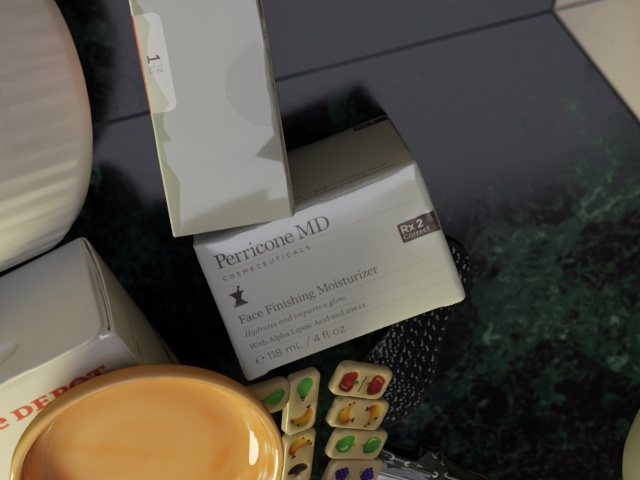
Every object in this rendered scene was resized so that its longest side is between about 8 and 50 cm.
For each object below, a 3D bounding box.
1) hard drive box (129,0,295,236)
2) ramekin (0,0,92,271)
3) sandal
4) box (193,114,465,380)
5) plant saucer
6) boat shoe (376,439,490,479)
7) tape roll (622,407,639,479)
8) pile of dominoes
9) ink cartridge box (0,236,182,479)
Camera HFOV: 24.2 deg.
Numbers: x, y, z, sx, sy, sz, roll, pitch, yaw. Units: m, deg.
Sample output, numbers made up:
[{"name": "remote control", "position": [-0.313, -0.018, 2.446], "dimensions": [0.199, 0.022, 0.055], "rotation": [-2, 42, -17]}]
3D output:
[{"name": "hard drive box", "position": [-0.081, -0.124, 1.113], "dimensions": [0.089, 0.232, 0.181], "rotation": [-10, 105, -2]}, {"name": "ramekin", "position": [-0.273, -0.095, 1.097], "dimensions": [0.127, 0.273, 0.272], "rotation": [-16, 109, -34]}, {"name": "sandal", "position": [0.075, 0.081, 1.288], "dimensions": [0.067, 0.040, 0.179], "rotation": [27, 87, -17]}, {"name": "box", "position": [0.000, 0.000, 1.180], "dimensions": [0.181, 0.182, 0.119], "rotation": [-21, 107, 1]}, {"name": "plant saucer", "position": [-0.127, 0.162, 1.093], "dimensions": [0.200, 0.037, 0.200], "rotation": [-7, 128, -9]}, {"name": "boat shoe", "position": [0.087, 0.199, 1.312], "dimensions": [0.142, 0.049, 0.040], "rotation": [13, 103, -6]}, {"name": "tape roll", "position": [0.384, 0.205, 1.327], "dimensions": [0.219, 0.072, 0.219], "rotation": [-1, 106, -5]}, {"name": "pile of dominoes", "position": [-0.019, 0.215, 1.215], "dimensions": [0.196, 0.040, 0.251], "rotation": [-16, 128, -30]}, {"name": "ink cartridge box", "position": [-0.200, 0.157, 1.180], "dimensions": [0.207, 0.117, 0.283], "rotation": [-26, 134, 3]}]
